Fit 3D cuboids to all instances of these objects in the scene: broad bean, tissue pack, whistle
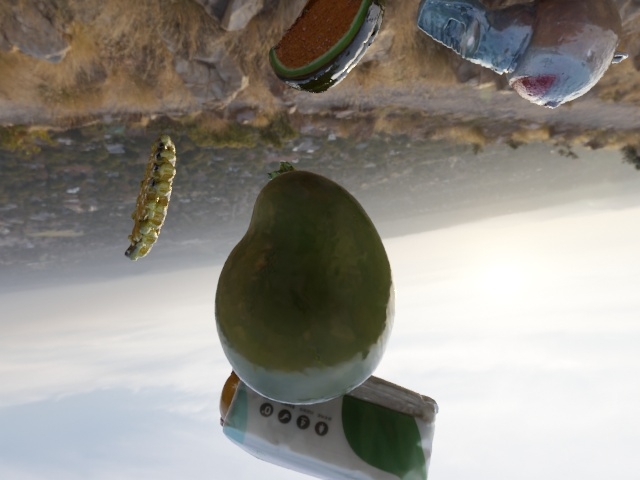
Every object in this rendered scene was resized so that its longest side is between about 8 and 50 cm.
[{"bbox_3d":[-0.012,0.047,0.453,0.189,0.263,0.121,10,143,-7],"label":"broad bean"},{"bbox_3d":[0.011,0.348,0.805,0.357,0.193,0.266,19,152,0],"label":"tissue pack"},{"bbox_3d":[0.325,-0.321,0.691,0.348,0.189,0.189,13,177,2],"label":"whistle"}]

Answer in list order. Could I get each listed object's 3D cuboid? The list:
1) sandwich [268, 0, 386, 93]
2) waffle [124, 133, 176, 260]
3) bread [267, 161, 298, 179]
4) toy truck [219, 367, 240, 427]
[{"bbox_3d":[0.005,-0.144,0.301,0.026,0.069,0.101,10,143,-44],"label":"sandwich"},{"bbox_3d":[-0.421,-0.101,1.045,0.062,0.328,0.329,13,166,-28],"label":"waffle"},{"bbox_3d":[0.000,0.000,1.071,0.377,0.251,0.208,31,121,-32],"label":"bread"},{"bbox_3d":[-0.167,0.512,1.333,0.288,0.204,0.212,20,166,-34],"label":"toy truck"}]
